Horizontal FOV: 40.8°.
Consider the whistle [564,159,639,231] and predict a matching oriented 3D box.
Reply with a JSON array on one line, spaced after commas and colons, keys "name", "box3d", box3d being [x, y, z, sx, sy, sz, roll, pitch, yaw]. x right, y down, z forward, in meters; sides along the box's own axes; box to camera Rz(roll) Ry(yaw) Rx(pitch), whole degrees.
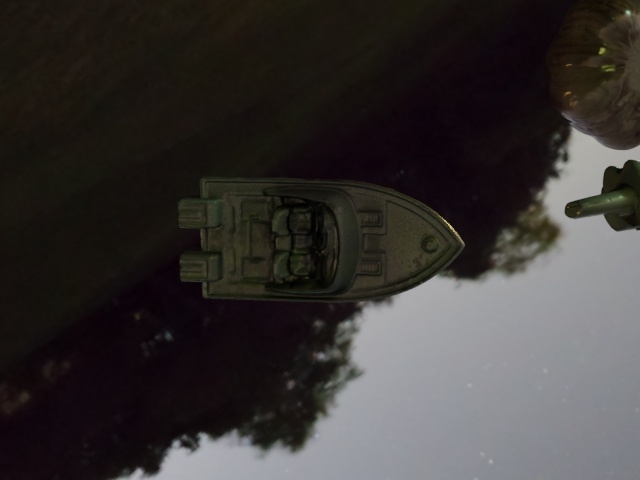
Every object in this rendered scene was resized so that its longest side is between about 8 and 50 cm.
[{"name": "whistle", "box3d": [0.424, -0.060, 1.120, 0.244, 0.092, 0.110, -8, 177, -21]}]

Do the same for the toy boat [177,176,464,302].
[{"name": "toy boat", "box3d": [0.000, 0.000, 0.967, 0.320, 0.141, 0.092, 1, -169, 8]}]

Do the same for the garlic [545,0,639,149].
[{"name": "garlic", "box3d": [0.293, -0.176, 0.876, 0.147, 0.159, 0.102, -35, -156, -21]}]
